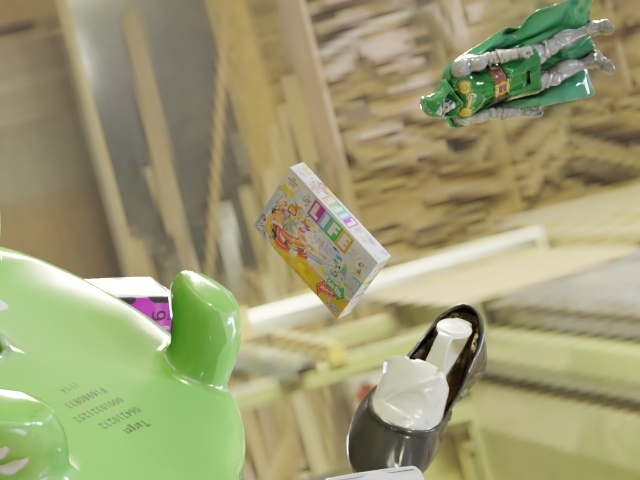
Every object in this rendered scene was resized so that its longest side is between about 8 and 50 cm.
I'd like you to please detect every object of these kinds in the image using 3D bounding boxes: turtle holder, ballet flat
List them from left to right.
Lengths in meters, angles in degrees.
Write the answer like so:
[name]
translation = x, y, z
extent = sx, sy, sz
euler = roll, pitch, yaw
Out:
[turtle holder]
translation = -0.145, 0.124, 0.775
extent = 0.320, 0.227, 0.243
euler = 19, 20, -5
[ballet flat]
translation = 0.102, 0.148, 1.781
extent = 0.095, 0.096, 0.280
euler = 20, 33, 13

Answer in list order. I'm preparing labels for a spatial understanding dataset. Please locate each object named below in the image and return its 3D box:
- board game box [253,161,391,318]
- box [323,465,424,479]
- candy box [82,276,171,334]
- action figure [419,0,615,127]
[board game box]
translation = 0.000, 0.000, 1.987
extent = 0.026, 0.154, 0.103
euler = -24, -24, -47
[box]
translation = -0.045, 0.309, 1.419
extent = 0.311, 0.121, 0.148
euler = -35, -21, 29
[candy box]
translation = -0.280, 0.126, 1.879
extent = 0.233, 0.159, 0.071
euler = -1, 19, -33
[action figure]
translation = 0.204, -0.173, 1.813
extent = 0.232, 0.137, 0.063
euler = -22, 32, -22
